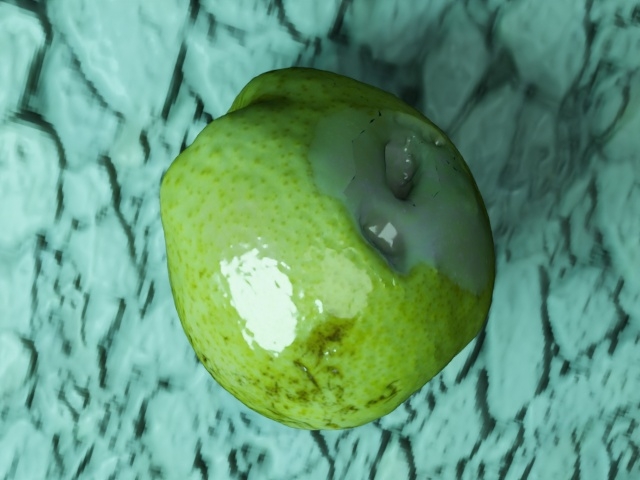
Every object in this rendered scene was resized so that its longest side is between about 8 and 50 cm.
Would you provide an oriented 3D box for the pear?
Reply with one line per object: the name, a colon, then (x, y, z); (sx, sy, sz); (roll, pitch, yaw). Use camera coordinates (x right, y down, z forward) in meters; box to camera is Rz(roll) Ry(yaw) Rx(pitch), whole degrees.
pear: (0.000, 0.000, 0.484); (0.178, 0.178, 0.178); (-1, 106, -3)
